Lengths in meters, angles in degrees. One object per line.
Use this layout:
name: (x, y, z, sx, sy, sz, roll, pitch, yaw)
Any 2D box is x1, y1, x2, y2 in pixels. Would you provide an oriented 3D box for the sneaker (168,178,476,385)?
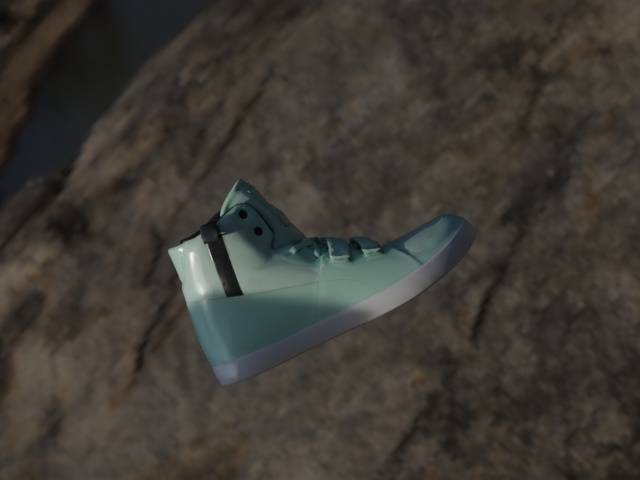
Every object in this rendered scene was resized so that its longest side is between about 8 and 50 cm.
sneaker: (0.000, 0.000, 1.439, 0.256, 0.151, 0.094, -26, 5, -12)
